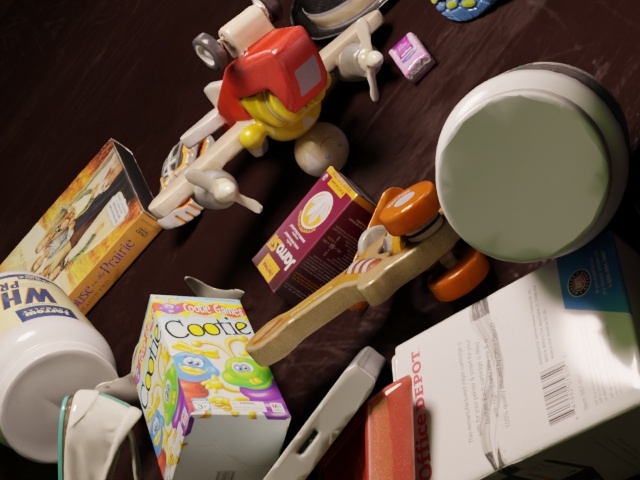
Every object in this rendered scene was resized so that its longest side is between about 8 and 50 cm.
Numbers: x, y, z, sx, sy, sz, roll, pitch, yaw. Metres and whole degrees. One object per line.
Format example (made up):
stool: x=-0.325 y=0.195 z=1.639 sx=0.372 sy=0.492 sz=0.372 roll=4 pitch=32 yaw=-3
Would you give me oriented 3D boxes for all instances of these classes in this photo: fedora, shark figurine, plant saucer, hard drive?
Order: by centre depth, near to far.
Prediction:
plant saucer: x=0.044 y=0.314 z=1.475 sx=0.258 sy=0.048 sz=0.259 roll=120 pitch=155 yaw=-57
hard drive: x=0.003 y=0.227 z=1.579 sx=0.203 sy=0.040 sz=0.307 roll=-53 pitch=-4 yaw=2
shark figurine: x=-0.217 y=0.196 z=2.008 sx=0.116 sy=0.166 sz=0.278 roll=34 pitch=69 yaw=31
fedora: x=0.036 y=-0.510 z=2.226 sx=0.334 sy=0.152 sz=0.334 roll=-30 pitch=42 yaw=31

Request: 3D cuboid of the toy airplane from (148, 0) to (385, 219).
toy airplane: x=-0.073 y=-0.196 z=2.039 sx=0.386 sy=0.272 sz=0.384 roll=-47 pitch=-4 yaw=26

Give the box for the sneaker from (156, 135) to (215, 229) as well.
sneaker: x=-0.246 y=-0.100 z=2.285 sx=0.083 sy=0.084 sz=0.215 roll=-24 pitch=35 yaw=40

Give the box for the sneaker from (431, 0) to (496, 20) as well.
sneaker: x=0.250 y=-0.391 z=1.962 sx=0.188 sy=0.067 sz=0.078 roll=-23 pitch=24 yaw=39

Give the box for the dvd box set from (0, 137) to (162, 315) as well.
dvd box set: x=-0.480 y=0.036 z=2.458 sx=0.420 sy=0.062 sz=0.307 roll=-47 pitch=35 yaw=11

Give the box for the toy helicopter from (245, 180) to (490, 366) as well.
toy helicopter: x=0.048 y=0.047 z=1.746 sx=0.355 sy=0.140 sz=0.235 roll=-35 pitch=15 yaw=8

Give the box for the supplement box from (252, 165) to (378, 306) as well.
supplement box: x=0.000 y=0.000 z=1.899 sx=0.188 sy=0.081 sz=0.104 roll=-50 pitch=35 yaw=8

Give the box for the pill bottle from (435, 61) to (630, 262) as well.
pill bottle: x=0.239 y=-0.091 z=1.439 sx=0.204 sy=0.204 sz=0.361 roll=-43 pitch=-2 yaw=16

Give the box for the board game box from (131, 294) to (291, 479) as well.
board game box: x=-0.159 y=0.211 z=1.815 sx=0.275 sy=0.144 sz=0.142 roll=-120 pitch=41 yaw=-53

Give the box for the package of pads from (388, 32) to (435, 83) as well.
package of pads: x=0.143 y=-0.283 z=2.013 sx=0.050 sy=0.032 sz=0.083 roll=-42 pitch=36 yaw=13

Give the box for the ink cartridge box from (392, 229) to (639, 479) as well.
ink cartridge box: x=0.241 y=0.167 z=1.428 sx=0.307 sy=0.129 sz=0.223 roll=-32 pitch=42 yaw=30

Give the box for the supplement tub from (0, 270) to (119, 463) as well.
supplement tub: x=-0.476 y=0.208 z=2.155 sx=0.235 sy=0.235 sz=0.325 roll=-55 pitch=34 yaw=0

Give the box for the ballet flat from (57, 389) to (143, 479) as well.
ballet flat: x=-0.321 y=0.413 z=1.860 sx=0.139 sy=0.139 sz=0.400 roll=18 pitch=104 yaw=54

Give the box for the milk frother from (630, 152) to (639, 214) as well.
milk frother: x=0.422 y=-0.072 z=1.464 sx=0.135 sy=0.129 sz=0.143 roll=-41 pitch=-6 yaw=19
